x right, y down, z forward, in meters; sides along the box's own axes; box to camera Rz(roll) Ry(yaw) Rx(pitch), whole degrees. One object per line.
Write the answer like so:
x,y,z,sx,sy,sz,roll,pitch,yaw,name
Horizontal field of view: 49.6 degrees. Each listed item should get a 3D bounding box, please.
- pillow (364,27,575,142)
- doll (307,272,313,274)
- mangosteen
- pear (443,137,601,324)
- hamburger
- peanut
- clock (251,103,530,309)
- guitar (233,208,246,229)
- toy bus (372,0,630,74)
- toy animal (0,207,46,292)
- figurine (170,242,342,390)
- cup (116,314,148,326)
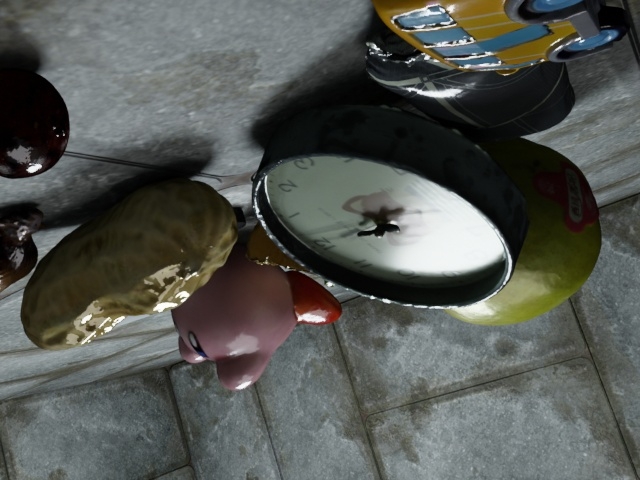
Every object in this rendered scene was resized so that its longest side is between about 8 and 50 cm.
0.161,-0.162,0.697,0.161,0.092,0.335,-18,170,25,pillow
0.019,0.001,1.341,0.145,0.096,0.188,-7,-155,43,doll
-0.225,-0.084,0.506,0.081,0.081,0.081,-17,169,-3,mangosteen
0.226,-0.026,1.018,0.375,0.287,0.287,10,158,-24,pear
0.000,0.000,1.067,0.262,0.131,0.124,14,-170,37,hamburger
-0.242,0.035,0.857,0.325,0.153,0.140,-32,155,16,peanut
0.075,-0.025,0.811,0.325,0.067,0.325,17,151,10,clock
-0.207,-0.021,1.003,0.088,0.025,0.233,-24,168,36,guitar
0.110,-0.180,0.446,0.136,0.126,0.209,-14,173,30,toy bus
-0.406,0.023,0.776,0.188,0.089,0.179,-4,147,-51,toy animal
-0.149,0.100,1.248,0.261,0.211,0.270,-42,-139,-24,figurine
-0.406,0.130,1.370,0.104,0.074,0.116,4,-172,33,cup
